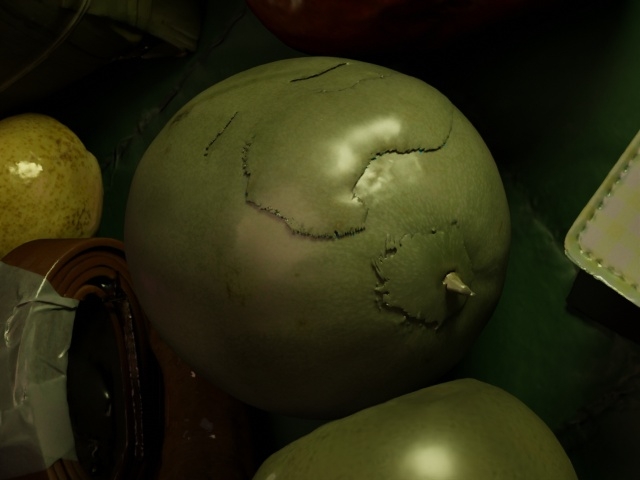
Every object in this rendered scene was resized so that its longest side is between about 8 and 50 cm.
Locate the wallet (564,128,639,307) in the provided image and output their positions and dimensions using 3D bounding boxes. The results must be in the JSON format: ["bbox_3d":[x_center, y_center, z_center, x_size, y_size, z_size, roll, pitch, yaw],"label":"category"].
[{"bbox_3d":[0.324,-0.062,0.844,0.223,0.077,0.309,37,104,20],"label":"wallet"}]

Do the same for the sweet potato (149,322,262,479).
[{"bbox_3d":[-0.097,0.210,1.115,0.092,0.114,0.341,-37,37,31],"label":"sweet potato"}]

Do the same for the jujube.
[{"bbox_3d":[0.084,-0.240,1.009,0.318,0.223,0.223,-1,81,32],"label":"jujube"}]

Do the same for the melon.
[{"bbox_3d":[0.000,0.000,0.992,0.330,0.268,0.268,10,88,54],"label":"melon"}]

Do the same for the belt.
[{"bbox_3d":[-0.224,0.128,1.205,0.105,0.184,0.261,-3,93,39],"label":"belt"}]

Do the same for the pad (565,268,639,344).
[{"bbox_3d":[0.311,-0.046,0.924,0.202,0.005,0.299,31,101,38],"label":"pad"}]

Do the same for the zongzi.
[{"bbox_3d":[-0.378,-0.210,1.237,0.447,0.418,0.181,-25,74,20],"label":"zongzi"}]

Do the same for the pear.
[{"bbox_3d":[-0.295,-0.040,1.313,0.178,0.178,0.178,-8,76,38],"label":"pear"}]

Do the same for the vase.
[{"bbox_3d":[0.052,0.280,0.922,0.329,0.241,0.302,-29,75,21],"label":"vase"}]
